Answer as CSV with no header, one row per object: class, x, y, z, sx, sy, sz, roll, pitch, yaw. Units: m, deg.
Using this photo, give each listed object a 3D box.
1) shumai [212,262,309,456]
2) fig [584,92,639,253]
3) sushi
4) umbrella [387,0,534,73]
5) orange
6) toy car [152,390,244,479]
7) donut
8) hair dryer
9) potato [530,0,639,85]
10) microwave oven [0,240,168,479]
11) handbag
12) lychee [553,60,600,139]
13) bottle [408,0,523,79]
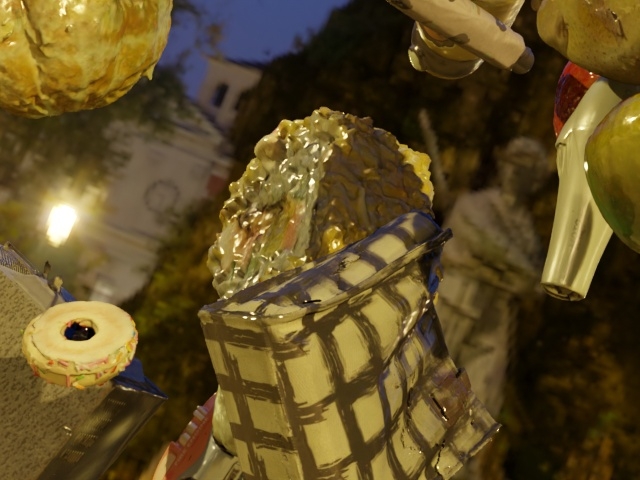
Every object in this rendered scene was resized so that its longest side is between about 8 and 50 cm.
shumai,-0.055,0.174,1.779,0.222,0.261,0.225,32,-29,39
fig,0.373,-0.075,1.456,0.181,0.191,0.181,-3,10,0
sushi,0.000,0.000,2.058,0.240,0.351,0.396,21,-37,-27
umbrella,0.206,-0.320,1.992,0.337,0.067,0.073,23,19,-43
orange,-0.320,-0.297,1.763,0.210,0.270,0.369,7,19,37
toy car,-0.139,0.340,1.989,0.180,0.270,0.212,37,-8,-30
donut,-0.350,0.154,1.985,0.175,0.174,0.068,18,-53,22
hair dryer,0.393,-0.031,1.661,0.298,0.296,0.119,38,-8,14
potato,0.394,-0.281,1.580,0.351,0.218,0.202,3,-19,45
microwave oven,-0.537,0.228,2.336,0.432,0.374,0.236,40,-1,20
handbag,0.044,0.170,1.598,0.327,0.325,0.163,-28,22,-39
lychee,0.473,-0.181,2.059,0.255,0.255,0.300,25,13,-21
bottle,0.246,-0.390,2.303,0.172,0.171,0.351,21,-22,1
